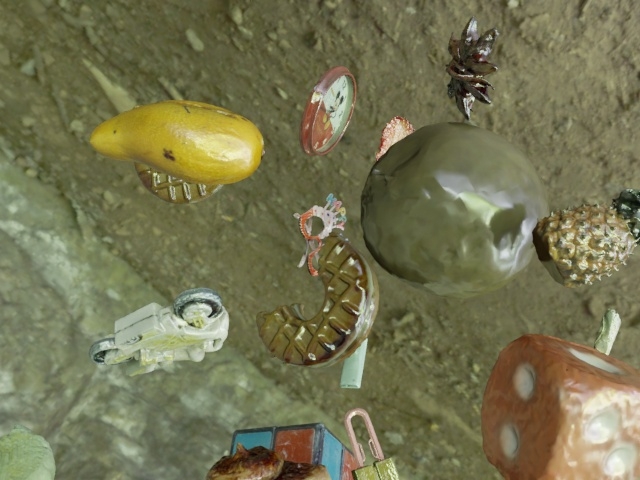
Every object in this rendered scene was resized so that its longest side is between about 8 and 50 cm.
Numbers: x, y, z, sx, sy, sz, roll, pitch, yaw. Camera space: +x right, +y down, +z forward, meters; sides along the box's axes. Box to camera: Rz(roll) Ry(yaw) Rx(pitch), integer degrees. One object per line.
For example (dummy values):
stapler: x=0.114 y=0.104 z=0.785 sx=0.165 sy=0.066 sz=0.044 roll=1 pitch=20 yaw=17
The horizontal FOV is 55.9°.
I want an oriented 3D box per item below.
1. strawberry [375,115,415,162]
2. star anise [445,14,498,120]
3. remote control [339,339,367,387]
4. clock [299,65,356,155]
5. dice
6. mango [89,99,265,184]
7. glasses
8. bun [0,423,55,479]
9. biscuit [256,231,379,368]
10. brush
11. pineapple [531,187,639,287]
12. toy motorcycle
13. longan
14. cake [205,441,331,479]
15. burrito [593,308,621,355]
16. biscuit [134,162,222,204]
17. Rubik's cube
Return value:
strawberry: x=0.280 y=-0.307 z=2.046 sx=0.167 sy=0.207 sz=0.087 roll=13 pitch=166 yaw=21
star anise: x=0.369 y=-0.449 z=1.579 sx=0.103 sy=0.271 sz=0.272 roll=-6 pitch=167 yaw=-18
remote control: x=0.093 y=0.339 z=1.714 sx=0.061 sy=0.162 sz=0.029 roll=-7 pitch=143 yaw=26
clock: x=0.017 y=-0.437 z=2.047 sx=0.080 sy=0.318 sz=0.318 roll=26 pitch=157 yaw=20
dice: x=0.315 y=0.229 z=0.759 sx=0.174 sy=0.179 sz=0.175 roll=15 pitch=-169 yaw=-16
mango: x=-0.236 y=-0.175 z=1.009 sx=0.295 sy=0.177 sz=0.120 roll=15 pitch=119 yaw=12
glasses: x=0.009 y=-0.001 z=1.701 sx=0.095 sy=0.162 sz=0.255 roll=22 pitch=125 yaw=60
bun: x=-0.481 y=0.339 z=0.828 sx=0.213 sy=0.126 sz=0.204 roll=18 pitch=-172 yaw=-6
biscuit: x=0.005 y=0.181 z=1.557 sx=0.268 sy=0.366 sz=0.115 roll=43 pitch=-169 yaw=36
brush: x=0.115 y=0.509 z=1.418 sx=0.047 sy=0.103 sz=0.233 roll=105 pitch=149 yaw=-66
pineapple: x=0.584 y=-0.039 z=1.116 sx=0.165 sy=0.365 sz=0.165 roll=-25 pitch=-90 yaw=-87
toy motorcycle: x=-0.314 y=0.203 z=1.279 sx=0.341 sy=0.107 sz=0.223 roll=-27 pitch=145 yaw=19
longan: x=0.287 y=-0.072 z=1.387 sx=0.436 sy=0.404 sz=0.404 roll=34 pitch=163 yaw=40
cake: x=-0.076 y=0.478 z=1.005 sx=0.199 sy=0.196 sz=0.292 roll=-15 pitch=86 yaw=38
burrito: x=0.729 y=0.246 z=1.540 sx=0.055 sy=0.149 sz=0.041 roll=10 pitch=-172 yaw=-44
biscuit: x=-0.439 y=-0.272 z=1.929 sx=0.332 sy=0.332 sz=0.103 roll=33 pitch=-179 yaw=4
Rubik's cube: x=-0.084 y=0.752 z=1.786 sx=0.317 sy=0.318 sz=0.313 roll=-12 pitch=138 yaw=22
